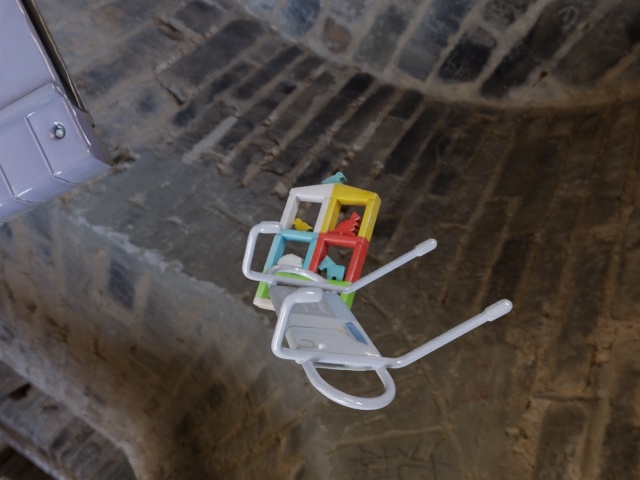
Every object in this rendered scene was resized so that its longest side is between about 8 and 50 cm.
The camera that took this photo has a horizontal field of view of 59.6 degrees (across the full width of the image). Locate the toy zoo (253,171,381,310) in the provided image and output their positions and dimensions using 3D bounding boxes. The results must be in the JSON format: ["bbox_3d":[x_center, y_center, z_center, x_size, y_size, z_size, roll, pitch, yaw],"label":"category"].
[{"bbox_3d":[0.000,0.000,1.058,0.030,0.192,0.294,45,58,-54],"label":"toy zoo"}]

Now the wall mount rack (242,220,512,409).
[{"bbox_3d":[0.061,0.074,0.766,0.350,0.303,0.131,-126,-131,-60],"label":"wall mount rack"}]

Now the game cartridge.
[{"bbox_3d":[-0.355,-0.170,0.470,0.230,0.355,0.068,-27,177,-1],"label":"game cartridge"}]
